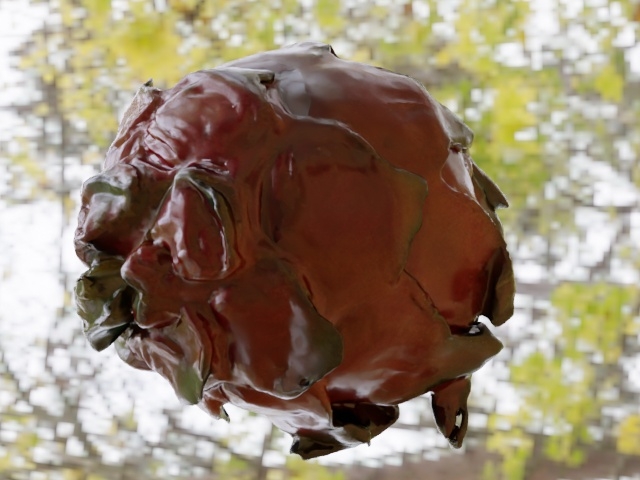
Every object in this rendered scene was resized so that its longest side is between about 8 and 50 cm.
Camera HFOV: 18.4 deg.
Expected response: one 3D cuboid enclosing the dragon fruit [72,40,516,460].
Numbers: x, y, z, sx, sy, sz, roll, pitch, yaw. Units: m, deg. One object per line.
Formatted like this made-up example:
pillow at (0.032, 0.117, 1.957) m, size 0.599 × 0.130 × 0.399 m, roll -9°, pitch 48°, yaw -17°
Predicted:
dragon fruit at (0.000, 0.000, 0.976) m, size 0.274 × 0.192 × 0.193 m, roll -6°, pitch -68°, yaw -36°
